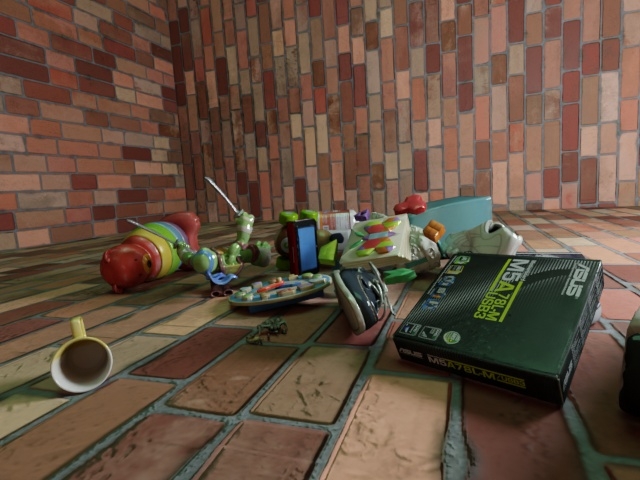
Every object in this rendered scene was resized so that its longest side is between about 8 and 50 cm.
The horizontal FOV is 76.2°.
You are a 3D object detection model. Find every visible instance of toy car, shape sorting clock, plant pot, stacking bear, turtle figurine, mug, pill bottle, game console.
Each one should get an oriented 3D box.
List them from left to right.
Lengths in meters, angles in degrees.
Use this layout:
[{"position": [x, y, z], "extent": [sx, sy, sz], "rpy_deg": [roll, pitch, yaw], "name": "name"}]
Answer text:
[{"position": [-0.284, 0.137, 0.498], "extent": [0.062, 0.078, 0.064], "rpy_deg": [22, -12, -21], "name": "mug"}, {"position": [-0.451, 0.038, 1.074], "extent": [0.164, 0.176, 0.289], "rpy_deg": [0, 15, 11], "name": "stacking bear"}, {"position": [-0.236, -0.006, 0.966], "extent": [0.274, 0.198, 0.266], "rpy_deg": [42, 2, 16], "name": "turtle figurine"}, {"position": [-0.079, 0.093, 0.806], "extent": [0.205, 0.041, 0.206], "rpy_deg": [-9, 9, 1], "name": "shape sorting clock"}, {"position": [-0.032, 0.023, 0.974], "extent": [0.085, 0.144, 0.124], "rpy_deg": [-7, 8, -14], "name": "game console"}, {"position": [-0.016, 0.014, 1.094], "extent": [0.188, 0.155, 0.148], "rpy_deg": [20, 21, 41], "name": "toy car"}, {"position": [0.091, -0.072, 1.768], "extent": [0.215, 0.121, 0.121], "rpy_deg": [-3, 7, 1], "name": "pill bottle"}, {"position": [0.349, -0.034, 1.189], "extent": [0.234, 0.166, 0.165], "rpy_deg": [-8, 8, -13], "name": "plant pot"}]

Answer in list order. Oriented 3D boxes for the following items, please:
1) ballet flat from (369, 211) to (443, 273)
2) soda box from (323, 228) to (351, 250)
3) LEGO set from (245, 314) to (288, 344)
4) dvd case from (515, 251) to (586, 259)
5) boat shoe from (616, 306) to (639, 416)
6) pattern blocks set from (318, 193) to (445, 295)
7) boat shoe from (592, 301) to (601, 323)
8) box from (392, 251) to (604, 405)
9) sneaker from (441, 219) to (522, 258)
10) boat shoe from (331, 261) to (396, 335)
[{"position": [0.170, 0.009, 1.086], "extent": [0.146, 0.147, 0.409], "rpy_deg": [-5, 7, -11], "name": "ballet flat"}, {"position": [0.000, 0.000, 1.450], "extent": [0.215, 0.069, 0.074], "rpy_deg": [-3, 7, 12], "name": "soda box"}, {"position": [-0.078, 0.131, 0.619], "extent": [0.054, 0.024, 0.083], "rpy_deg": [-2, 7, 11], "name": "LEGO set"}, {"position": [0.531, 0.054, 0.959], "extent": [0.164, 0.018, 0.221], "rpy_deg": [-1, 8, 26], "name": "dvd case"}, {"position": [0.414, 0.092, 0.384], "extent": [0.340, 0.127, 0.158], "rpy_deg": [-20, 22, -39], "name": "boat shoe"}, {"position": [0.129, -0.001, 0.915], "extent": [0.285, 0.026, 0.325], "rpy_deg": [-18, 28, 11], "name": "pattern blocks set"}, {"position": [0.313, 0.089, 0.548], "extent": [0.228, 0.076, 0.080], "rpy_deg": [-9, 9, -33], "name": "boat shoe"}, {"position": [0.211, 0.085, 0.488], "extent": [0.184, 0.045, 0.190], "rpy_deg": [1, 34, 47], "name": "box"}, {"position": [0.347, 0.014, 0.882], "extent": [0.109, 0.119, 0.292], "rpy_deg": [24, 9, -2], "name": "sneaker"}, {"position": [0.067, 0.086, 0.656], "extent": [0.078, 0.096, 0.254], "rpy_deg": [-15, -2, -1], "name": "boat shoe"}]
